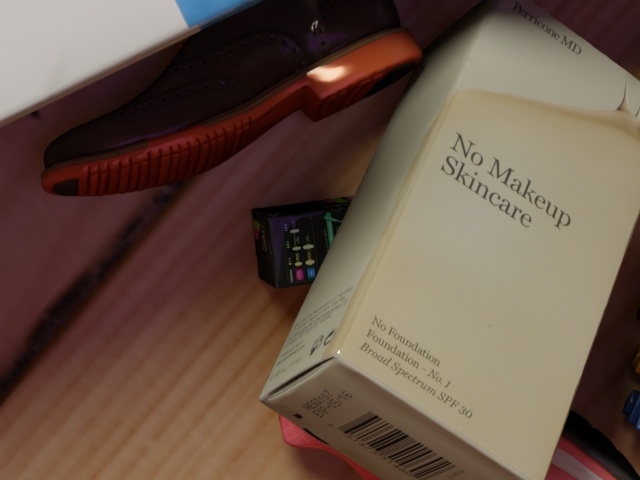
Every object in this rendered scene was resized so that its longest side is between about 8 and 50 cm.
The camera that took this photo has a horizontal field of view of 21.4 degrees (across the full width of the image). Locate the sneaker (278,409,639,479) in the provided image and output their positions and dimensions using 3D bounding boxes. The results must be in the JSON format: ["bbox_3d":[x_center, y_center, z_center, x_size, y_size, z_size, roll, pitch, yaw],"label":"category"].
[{"bbox_3d":[0.108,0.160,1.209,0.314,0.116,0.136,33,98,-8],"label":"sneaker"}]

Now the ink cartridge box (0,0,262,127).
[{"bbox_3d":[-0.215,-0.156,0.969,0.395,0.285,0.166,-27,107,-3],"label":"ink cartridge box"}]

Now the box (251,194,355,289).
[{"bbox_3d":[0.000,0.000,1.174,0.083,0.062,0.052,-9,98,-12],"label":"box"}]

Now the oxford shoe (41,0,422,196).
[{"bbox_3d":[-0.071,-0.108,1.142,0.271,0.097,0.098,-24,84,-16],"label":"oxford shoe"}]

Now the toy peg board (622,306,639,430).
[{"bbox_3d":[0.255,0.077,1.203,0.079,0.161,0.160,24,91,3],"label":"toy peg board"}]

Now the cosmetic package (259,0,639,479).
[{"bbox_3d":[0.102,0.006,1.103,0.160,0.113,0.309,33,59,-13],"label":"cosmetic package"}]
